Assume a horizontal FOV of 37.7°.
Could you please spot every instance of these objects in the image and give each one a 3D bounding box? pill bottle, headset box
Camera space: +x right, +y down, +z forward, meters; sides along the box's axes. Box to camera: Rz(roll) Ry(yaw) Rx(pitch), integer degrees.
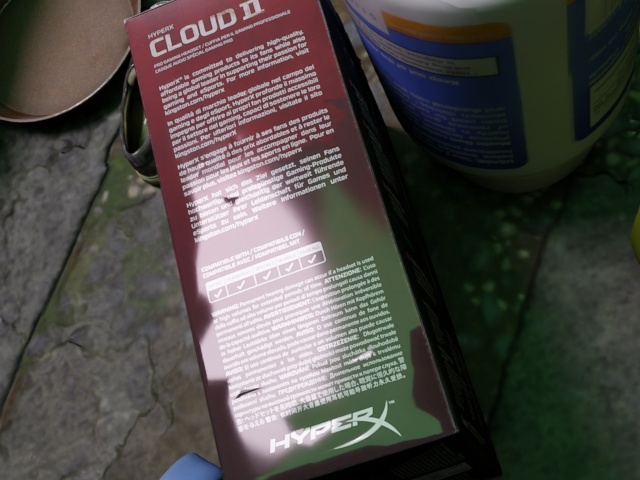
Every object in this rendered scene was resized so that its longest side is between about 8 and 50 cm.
[{"bbox_3d":[0.100,-0.126,0.525,0.152,0.272,0.152,-5,71,14],"label":"pill bottle"},{"bbox_3d":[0.000,0.000,0.540,0.110,0.218,0.293,-19,68,9],"label":"headset box"}]

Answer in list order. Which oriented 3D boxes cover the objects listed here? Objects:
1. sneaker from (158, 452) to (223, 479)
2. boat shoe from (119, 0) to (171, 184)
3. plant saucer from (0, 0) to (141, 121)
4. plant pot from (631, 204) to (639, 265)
[{"bbox_3d":[-0.087,0.250,0.558,0.091,0.081,0.232,18,84,18],"label":"sneaker"},{"bbox_3d":[-0.121,-0.120,0.708,0.056,0.049,0.152,-6,70,14],"label":"boat shoe"},{"bbox_3d":[-0.218,-0.168,0.765,0.169,0.029,0.168,-5,70,15],"label":"plant saucer"},{"bbox_3d":[0.303,0.029,0.446,0.227,0.228,0.207,-22,74,8],"label":"plant pot"}]
